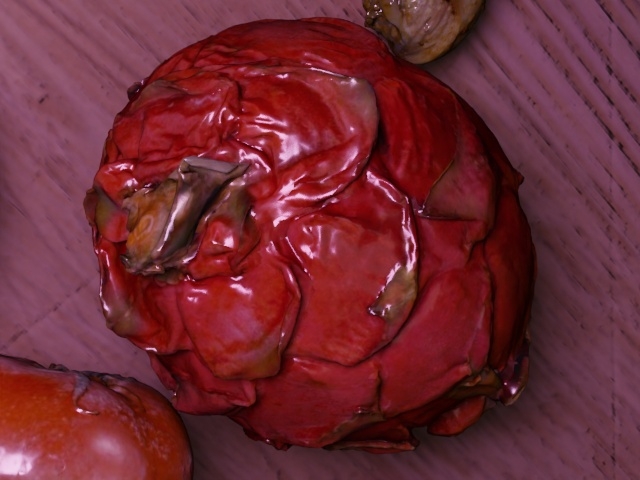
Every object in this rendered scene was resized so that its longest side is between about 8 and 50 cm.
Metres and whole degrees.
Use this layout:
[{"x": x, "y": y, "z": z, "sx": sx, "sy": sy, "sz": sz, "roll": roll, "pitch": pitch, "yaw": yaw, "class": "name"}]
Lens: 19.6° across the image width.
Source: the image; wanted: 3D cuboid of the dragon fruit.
[{"x": 0.000, "y": 0.000, "z": 1.205, "sx": 0.342, "sy": 0.277, "sz": 0.277, "roll": 21, "pitch": 94, "yaw": -51, "class": "dragon fruit"}]

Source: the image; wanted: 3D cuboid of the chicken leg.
[{"x": 0.096, "y": -0.233, "z": 1.291, "sx": 0.103, "sy": 0.088, "sz": 0.227, "roll": 26, "pitch": 93, "yaw": -9, "class": "chicken leg"}]

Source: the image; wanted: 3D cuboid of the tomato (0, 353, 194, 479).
[{"x": -0.184, "y": 0.123, "z": 1.195, "sx": 0.237, "sy": 0.237, "sz": 0.095, "roll": 13, "pitch": 81, "yaw": -23, "class": "tomato"}]
